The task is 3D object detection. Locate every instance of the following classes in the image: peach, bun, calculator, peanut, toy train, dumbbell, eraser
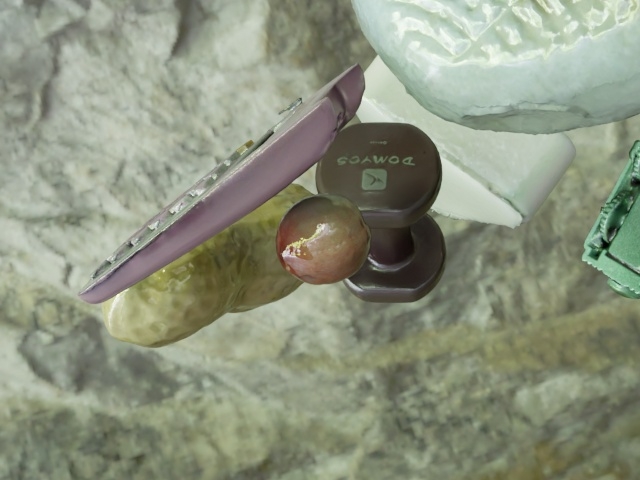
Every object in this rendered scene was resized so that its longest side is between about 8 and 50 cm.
[{"bbox_3d":[0.001,0.001,0.937,0.083,0.083,0.083,-17,-18,-6],"label":"peach"},{"bbox_3d":[0.178,-0.232,0.820,0.354,0.354,0.194,-26,-24,21],"label":"bun"},{"bbox_3d":[-0.085,-0.036,0.915,0.294,0.043,0.194,-35,10,21],"label":"calculator"},{"bbox_3d":[-0.110,0.023,1.190,0.149,0.149,0.313,-34,-5,39],"label":"peanut"},{"bbox_3d":[0.460,-0.071,1.305,0.178,0.138,0.330,16,-75,-40],"label":"toy train"},{"bbox_3d":[0.074,-0.027,1.258,0.140,0.124,0.225,-1,-30,9],"label":"dumbbell"},{"bbox_3d":[0.230,-0.142,1.678,0.150,0.331,0.331,-51,-15,-9],"label":"eraser"}]
